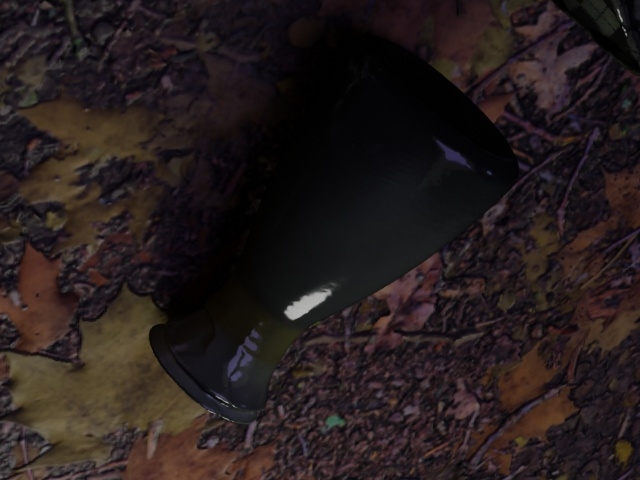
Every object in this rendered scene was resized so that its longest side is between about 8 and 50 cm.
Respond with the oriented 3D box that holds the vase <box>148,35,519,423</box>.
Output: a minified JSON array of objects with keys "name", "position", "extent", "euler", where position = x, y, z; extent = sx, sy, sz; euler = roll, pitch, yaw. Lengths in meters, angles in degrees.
[{"name":"vase","position":[0.000,0.000,1.505],"extent":[0.173,0.173,0.321],"euler":[27,113,-39]}]

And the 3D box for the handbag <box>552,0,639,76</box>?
[{"name":"handbag","position":[0.316,-0.372,1.384],"extent":[0.416,0.180,0.317],"euler":[-41,140,-3]}]
